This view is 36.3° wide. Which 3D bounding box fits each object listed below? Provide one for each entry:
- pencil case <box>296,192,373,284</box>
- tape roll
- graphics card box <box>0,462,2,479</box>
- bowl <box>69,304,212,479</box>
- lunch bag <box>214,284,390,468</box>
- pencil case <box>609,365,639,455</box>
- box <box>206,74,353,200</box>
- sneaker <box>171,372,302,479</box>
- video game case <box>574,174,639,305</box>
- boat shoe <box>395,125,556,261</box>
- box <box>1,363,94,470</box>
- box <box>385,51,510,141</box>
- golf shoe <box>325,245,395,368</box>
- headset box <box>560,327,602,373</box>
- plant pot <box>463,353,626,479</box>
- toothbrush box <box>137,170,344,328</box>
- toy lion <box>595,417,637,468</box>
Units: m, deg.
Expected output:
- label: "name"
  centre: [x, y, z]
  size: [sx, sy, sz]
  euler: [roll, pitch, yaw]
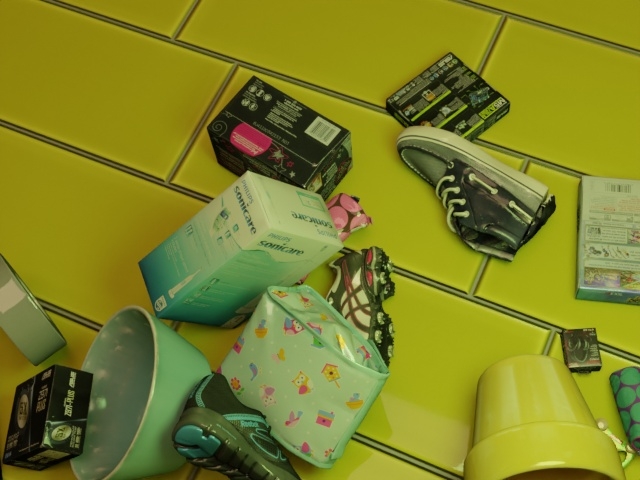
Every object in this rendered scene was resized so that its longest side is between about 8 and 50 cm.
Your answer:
- label: "pencil case"
  centre: [0.000, 0.000, 1.891]
  size: [0.209, 0.095, 0.098]
  euler: [-42, 62, -12]
- label: "tape roll"
  centre: [-0.562, 0.125, 1.806]
  size: [0.072, 0.219, 0.219]
  euler: [-36, 66, -14]
- label: "graphics card box"
  centre: [-0.702, 0.386, 1.759]
  size: [0.233, 0.094, 0.371]
  euler: [-14, 62, -2]
- label: "bowl"
  centre: [-0.296, 0.282, 1.693]
  size: [0.163, 0.311, 0.311]
  euler: [21, 58, -34]
- label: "lunch bag"
  centre: [-0.022, 0.236, 1.696]
  size: [0.262, 0.160, 0.223]
  euler: [39, 108, 24]
- label: "pencil case"
  centre: [0.550, 0.291, 1.690]
  size: [0.070, 0.064, 0.151]
  euler: [20, 40, -22]
- label: "box"
  centre: [-0.077, -0.187, 1.964]
  size: [0.247, 0.142, 0.163]
  euler: [32, 69, 18]
- label: "sneaker"
  centre: [-0.099, 0.357, 1.619]
  size: [0.125, 0.341, 0.139]
  euler: [-21, 34, 28]
- label: "video game case"
  centre: [0.624, 0.005, 1.850]
  size: [0.270, 0.061, 0.244]
  euler: [6, 63, 8]
- label: "boat shoe"
  centre: [0.273, -0.091, 1.890]
  size: [0.340, 0.127, 0.158]
  euler: [26, 61, 16]
- label: "box"
  centre: [-0.481, 0.315, 1.724]
  size: [0.077, 0.180, 0.147]
  euler: [21, 59, -32]
- label: "box"
  centre: [0.264, -0.280, 2.036]
  size: [0.191, 0.045, 0.184]
  euler: [-38, 69, -15]
- label: "golf shoe"
  centre: [0.074, 0.143, 1.823]
  size: [0.120, 0.105, 0.272]
  euler: [-9, 57, 20]
- label: "headset box"
  centre: [0.475, 0.204, 1.779]
  size: [0.062, 0.032, 0.083]
  euler: [-3, 62, 3]
- label: "plant pot"
  centre: [0.356, 0.332, 1.623]
  size: [0.254, 0.254, 0.239]
  euler: [-5, 47, 3]
- label: "toothbrush box"
  centre: [-0.143, 0.026, 1.752]
  size: [0.295, 0.216, 0.126]
  euler: [-37, 61, 27]
- label: "toy lion"
  centre: [0.487, 0.366, 1.700]
  size: [0.100, 0.034, 0.096]
  euler: [36, 78, 20]
